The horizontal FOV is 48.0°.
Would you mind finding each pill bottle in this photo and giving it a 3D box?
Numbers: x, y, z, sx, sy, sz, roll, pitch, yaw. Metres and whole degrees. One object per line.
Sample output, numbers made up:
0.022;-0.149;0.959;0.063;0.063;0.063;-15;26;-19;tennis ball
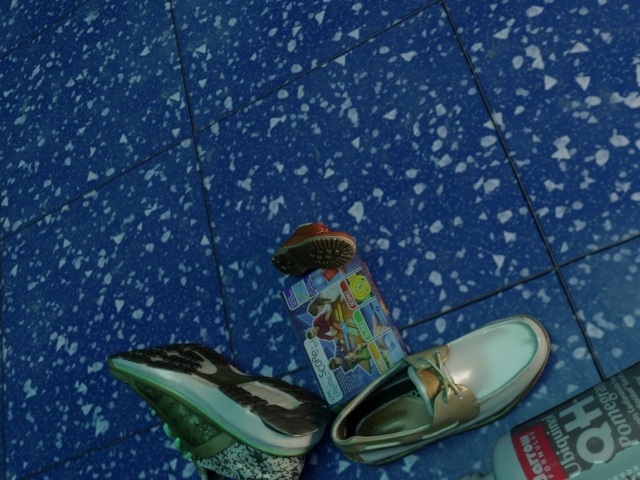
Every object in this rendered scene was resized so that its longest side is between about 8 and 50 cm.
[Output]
0.294;0.253;0.755;0.318;0.176;0.176;-33;59;14;pill bottle

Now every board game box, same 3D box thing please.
0.034;0.128;1.033;0.136;0.035;0.201;-33;58;14;board game box

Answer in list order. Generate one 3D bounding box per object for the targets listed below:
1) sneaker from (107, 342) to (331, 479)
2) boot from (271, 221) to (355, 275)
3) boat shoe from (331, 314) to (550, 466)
-0.178;0.268;1.042;0.410;0.158;0.182;15;98;39;sneaker
0.000;0.000;1.064;0.158;0.059;0.085;-9;36;46;boot
0.150;0.191;0.903;0.302;0.103;0.113;-37;58;11;boat shoe
